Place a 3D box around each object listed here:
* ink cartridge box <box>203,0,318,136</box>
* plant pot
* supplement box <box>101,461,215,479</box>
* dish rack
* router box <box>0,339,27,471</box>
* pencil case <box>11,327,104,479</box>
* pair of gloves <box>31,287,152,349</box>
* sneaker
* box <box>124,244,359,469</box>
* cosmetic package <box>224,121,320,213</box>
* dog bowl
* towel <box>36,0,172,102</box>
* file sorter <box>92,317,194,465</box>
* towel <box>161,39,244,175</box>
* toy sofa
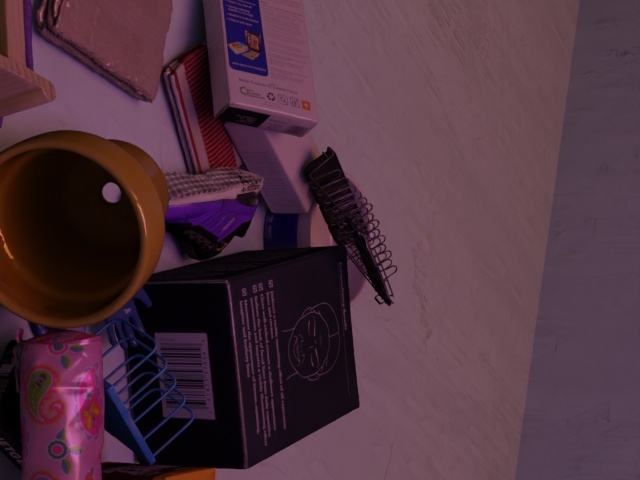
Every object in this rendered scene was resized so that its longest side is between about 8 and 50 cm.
[{"bbox_3d":[-0.109,-0.362,2.171,0.176,0.069,0.371,9,63,-32],"label":"ink cartridge box"},{"bbox_3d":[-0.319,-0.037,1.720,0.239,0.254,0.254,-58,139,-71],"label":"plant pot"},{"bbox_3d":[-0.265,0.421,1.814,0.129,0.194,0.191,7,82,-62],"label":"supplement box"},{"bbox_3d":[0.065,-0.018,2.222,0.271,0.074,0.208,53,-9,51],"label":"dish rack"},{"bbox_3d":[-0.391,0.241,1.747,0.179,0.046,0.133,59,40,-42],"label":"router box"},{"bbox_3d":[-0.344,0.255,1.670,0.124,0.124,0.284,-2,91,-62],"label":"pencil case"},{"bbox_3d":[-0.330,0.108,1.846,0.198,0.023,0.159,-31,123,-38],"label":"pair of gloves"},{"bbox_3d":[-0.203,-0.033,2.063,0.293,0.102,0.146,-10,118,-52],"label":"sneaker"},{"bbox_3d":[-0.121,0.178,2.083,0.395,0.212,0.293,-14,100,-61],"label":"box"},{"bbox_3d":[-0.077,-0.165,2.264,0.231,0.085,0.117,62,40,-40],"label":"cosmetic package"},{"bbox_3d":[0.000,0.000,2.435,0.265,0.104,0.265,5,84,-62],"label":"dog bowl"},{"bbox_3d":[-0.322,-0.342,1.918,0.282,0.049,0.187,35,59,-57],"label":"towel"},{"bbox_3d":[-0.271,0.215,1.832,0.104,0.118,0.170,-40,134,-23],"label":"file sorter"},{"bbox_3d":[-0.161,-0.248,2.227,0.329,0.037,0.237,-47,131,-51],"label":"towel"},{"bbox_3d":[-0.410,-0.324,1.562,0.177,0.150,0.362,30,49,-61],"label":"toy sofa"}]
